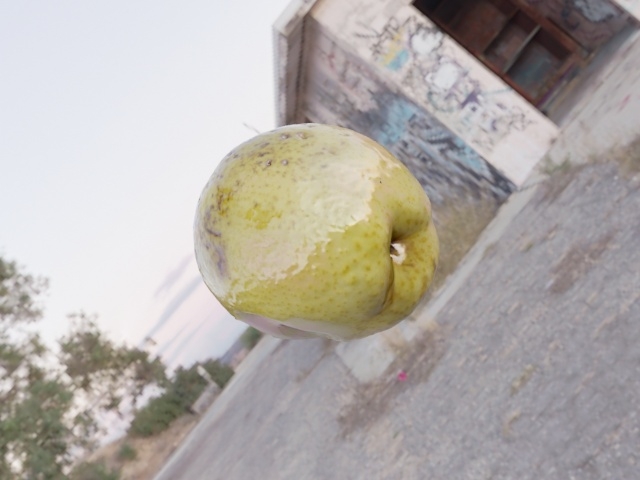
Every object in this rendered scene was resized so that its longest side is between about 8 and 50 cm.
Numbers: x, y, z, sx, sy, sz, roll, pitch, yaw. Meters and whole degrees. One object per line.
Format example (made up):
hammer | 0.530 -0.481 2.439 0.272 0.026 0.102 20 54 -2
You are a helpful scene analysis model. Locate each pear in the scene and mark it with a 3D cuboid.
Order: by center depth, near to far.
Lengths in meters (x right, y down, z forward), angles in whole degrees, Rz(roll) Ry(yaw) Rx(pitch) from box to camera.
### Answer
pear | 0.000 0.000 0.632 0.178 0.178 0.178 -49 -4 -4
